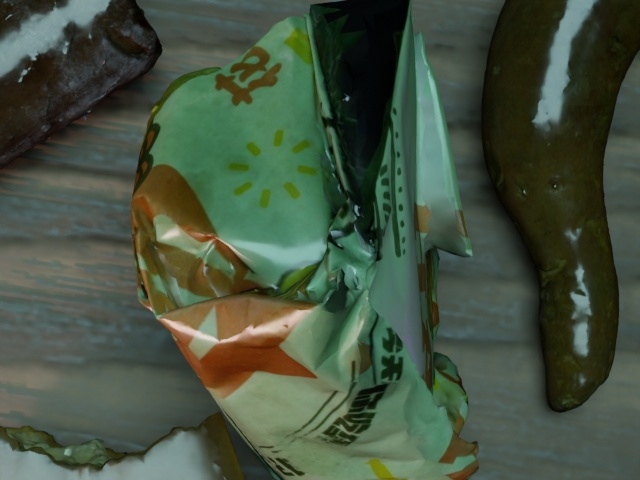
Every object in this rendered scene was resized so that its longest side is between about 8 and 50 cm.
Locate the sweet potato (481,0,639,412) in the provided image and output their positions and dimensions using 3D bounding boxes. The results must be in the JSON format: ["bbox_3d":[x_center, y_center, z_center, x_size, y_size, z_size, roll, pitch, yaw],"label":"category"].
[{"bbox_3d":[0.140,-0.090,0.688,0.108,0.079,0.346,20,81,-14],"label":"sweet potato"}]

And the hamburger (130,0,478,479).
[{"bbox_3d":[0.001,-0.003,0.604,0.125,0.214,0.235,-11,56,6],"label":"hamburger"}]

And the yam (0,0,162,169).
[{"bbox_3d":[-0.148,-0.083,0.657,0.141,0.079,0.079,-35,84,-10],"label":"yam"}]

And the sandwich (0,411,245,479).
[{"bbox_3d":[-0.127,0.171,0.595,0.220,0.108,0.186,-18,81,-6],"label":"sandwich"}]
